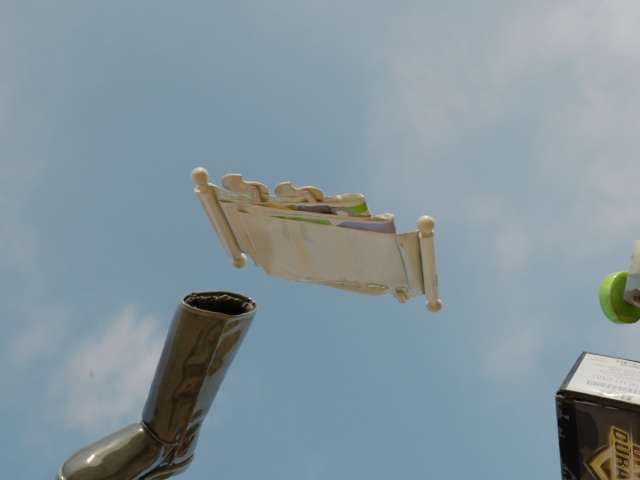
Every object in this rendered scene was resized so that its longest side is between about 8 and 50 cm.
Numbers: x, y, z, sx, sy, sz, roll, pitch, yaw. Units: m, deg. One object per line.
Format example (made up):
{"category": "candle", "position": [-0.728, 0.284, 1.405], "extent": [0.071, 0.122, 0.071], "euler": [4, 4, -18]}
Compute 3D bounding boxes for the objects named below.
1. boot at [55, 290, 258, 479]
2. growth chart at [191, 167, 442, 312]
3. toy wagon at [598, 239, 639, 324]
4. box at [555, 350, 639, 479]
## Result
{"category": "boot", "position": [-0.159, 0.153, 0.948], "extent": [0.189, 0.076, 0.208], "euler": [-14, -43, -57]}
{"category": "growth chart", "position": [0.000, 0.000, 0.888], "extent": [0.237, 0.021, 0.172], "euler": [11, -33, 11]}
{"category": "toy wagon", "position": [0.464, 0.078, 0.947], "extent": [0.344, 0.267, 0.068], "euler": [25, -108, -26]}
{"category": "box", "position": [0.356, 0.253, 0.797], "extent": [0.073, 0.293, 0.296], "euler": [-40, -50, -44]}
